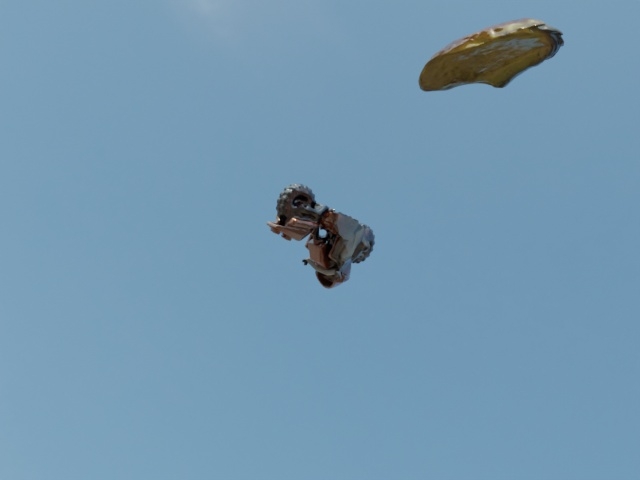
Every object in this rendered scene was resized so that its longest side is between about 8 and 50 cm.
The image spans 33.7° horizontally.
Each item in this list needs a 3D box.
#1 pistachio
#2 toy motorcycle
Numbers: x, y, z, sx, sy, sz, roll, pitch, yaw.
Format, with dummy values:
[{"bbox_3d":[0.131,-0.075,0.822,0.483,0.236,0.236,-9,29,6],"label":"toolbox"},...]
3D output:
[{"bbox_3d":[0.195,-0.215,1.216,0.172,0.049,0.089,-14,-35,18],"label":"pistachio"},{"bbox_3d":[0.000,0.000,1.605,0.212,0.118,0.084,32,-5,-42],"label":"toy motorcycle"}]
